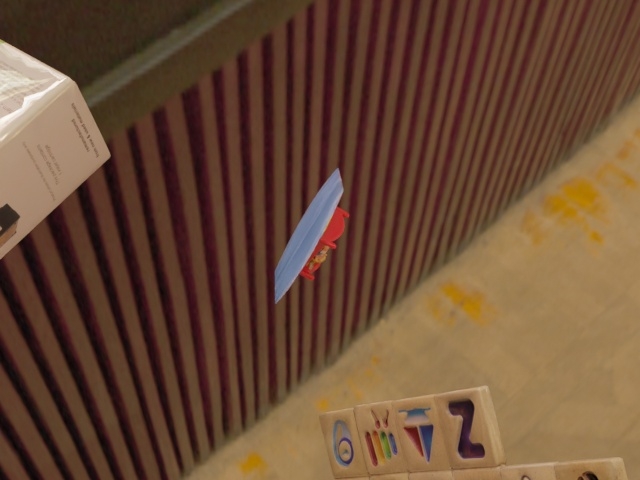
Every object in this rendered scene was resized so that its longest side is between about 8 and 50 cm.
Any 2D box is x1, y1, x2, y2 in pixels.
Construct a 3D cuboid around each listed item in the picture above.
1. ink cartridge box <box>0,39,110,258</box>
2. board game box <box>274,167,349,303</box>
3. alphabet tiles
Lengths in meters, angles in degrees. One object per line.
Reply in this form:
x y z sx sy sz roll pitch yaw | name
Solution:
-0.291 -0.048 0.905 0.160 0.093 0.219 30 65 31 | ink cartridge box
0.000 0.000 1.272 0.033 0.169 0.133 29 102 -10 | board game box
0.083 0.174 0.634 0.009 0.237 0.198 -10 84 -33 | alphabet tiles
